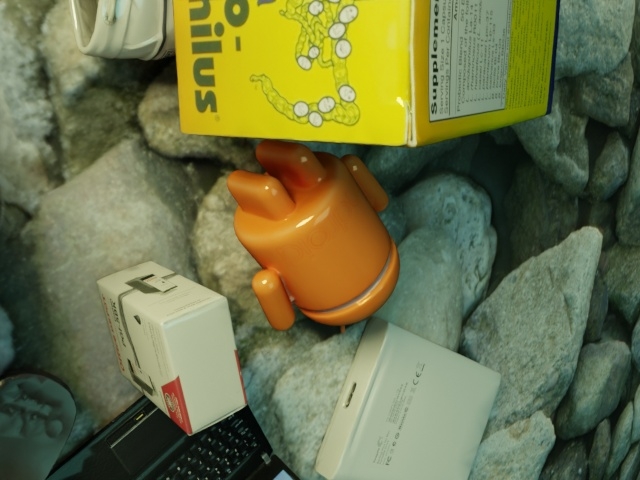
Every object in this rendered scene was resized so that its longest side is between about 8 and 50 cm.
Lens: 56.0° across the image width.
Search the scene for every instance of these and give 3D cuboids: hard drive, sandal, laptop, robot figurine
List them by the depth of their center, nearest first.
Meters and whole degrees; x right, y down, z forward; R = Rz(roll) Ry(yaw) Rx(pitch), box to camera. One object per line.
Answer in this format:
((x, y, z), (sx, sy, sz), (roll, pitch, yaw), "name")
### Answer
((-0.260, 0.223, 0.444), (0.097, 0.054, 0.254), (18, 83, -24), "sandal")
((-0.103, 0.278, 0.558), (0.234, 0.136, 0.264), (-39, 122, -31), "laptop")
((-0.002, 0.001, 0.602), (0.219, 0.128, 0.158), (53, 29, -36), "robot figurine")
((0.138, 0.245, 0.841), (0.307, 0.040, 0.203), (29, 79, -43), "hard drive")

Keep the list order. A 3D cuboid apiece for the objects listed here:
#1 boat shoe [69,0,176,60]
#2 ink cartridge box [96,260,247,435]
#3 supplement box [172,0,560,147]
((-0.158, -0.266, 0.428), (0.088, 0.096, 0.267), (-21, 121, -43), "boat shoe")
((-0.126, 0.082, 0.498), (0.056, 0.135, 0.099), (-22, 113, -35), "ink cartridge box")
((0.067, -0.196, 0.519), (0.356, 0.195, 0.194), (-22, 115, -54), "supplement box")
